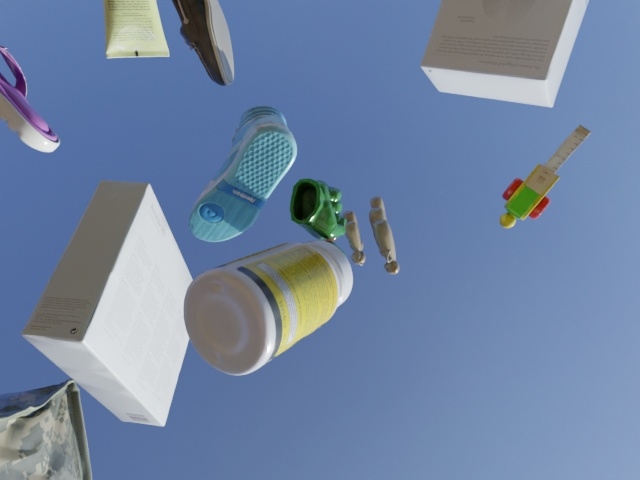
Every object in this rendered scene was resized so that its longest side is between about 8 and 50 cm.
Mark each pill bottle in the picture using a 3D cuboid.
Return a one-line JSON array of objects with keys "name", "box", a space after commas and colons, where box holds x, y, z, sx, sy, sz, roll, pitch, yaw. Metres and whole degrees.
[{"name": "pill bottle", "box": [-0.050, 0.067, 0.592, 0.119, 0.119, 0.209, 43, -150, 16]}]

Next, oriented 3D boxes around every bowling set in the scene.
[{"name": "bowling set", "box": [0.112, -0.002, 1.395, 0.200, 0.154, 0.287, -14, -160, 11]}]

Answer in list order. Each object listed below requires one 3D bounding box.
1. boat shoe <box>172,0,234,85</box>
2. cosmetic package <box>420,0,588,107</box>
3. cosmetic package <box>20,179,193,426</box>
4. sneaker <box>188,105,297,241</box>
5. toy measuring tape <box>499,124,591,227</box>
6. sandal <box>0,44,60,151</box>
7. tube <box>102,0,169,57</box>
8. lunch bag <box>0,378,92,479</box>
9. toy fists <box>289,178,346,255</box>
[{"name": "boat shoe", "box": [-0.261, -0.477, 0.995, 0.096, 0.112, 0.334, -11, -78, 12]}, {"name": "cosmetic package", "box": [0.334, -0.382, 0.882, 0.224, 0.138, 0.224, 20, -88, 30]}, {"name": "cosmetic package", "box": [-0.328, 0.125, 0.860, 0.098, 0.377, 0.284, 5, -127, 6]}, {"name": "sneaker", "box": [-0.168, -0.152, 1.059, 0.127, 0.319, 0.208, 33, -153, -28]}, {"name": "toy measuring tape", "box": [0.589, -0.160, 1.307, 0.121, 0.121, 0.330, 40, -92, 15]}, {"name": "sandal", "box": [-0.714, -0.381, 1.074, 0.102, 0.169, 0.416, -38, -76, -2]}, {"name": "tube", "box": [-0.286, -0.394, 0.711, 0.070, 0.240, 0.062, 7, -157, 26]}, {"name": "lunch bag", "box": [-0.322, 0.289, 0.394, 0.236, 0.169, 0.286, -11, -92, 0]}, {"name": "toy fists", "box": [0.000, 0.000, 1.102, 0.096, 0.142, 0.278, -5, -104, 23]}]
